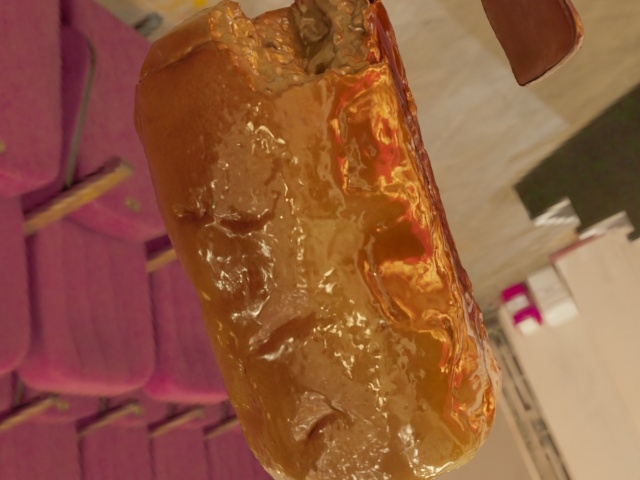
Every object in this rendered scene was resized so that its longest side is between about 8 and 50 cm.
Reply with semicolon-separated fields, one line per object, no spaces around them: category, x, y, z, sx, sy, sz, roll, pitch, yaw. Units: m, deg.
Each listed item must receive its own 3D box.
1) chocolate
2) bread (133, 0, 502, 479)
chocolate;0.158;-0.166;0.804;0.031;0.101;0.064;4;145;-47
bread;-0.005;0.002;0.745;0.195;0.344;0.149;-19;-175;21
